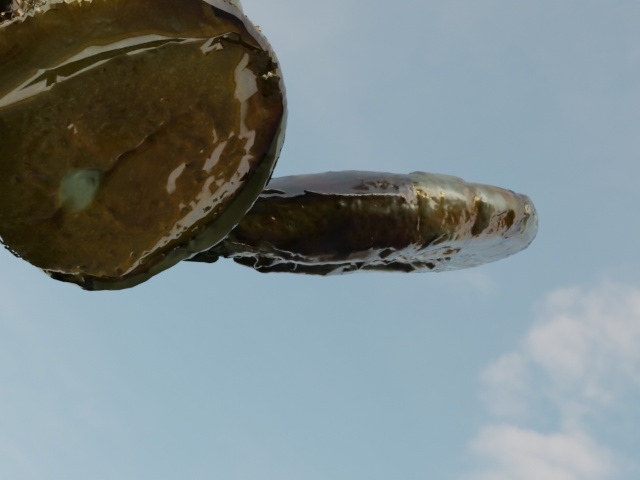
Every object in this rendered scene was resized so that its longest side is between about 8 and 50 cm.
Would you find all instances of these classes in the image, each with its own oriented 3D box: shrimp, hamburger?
[{"bbox_3d":[0.000,0.000,0.971,0.233,0.365,0.071,143,-57,-66],"label":"shrimp"},{"bbox_3d":[-0.103,-0.070,0.583,0.113,0.185,0.177,51,-56,45],"label":"hamburger"}]
